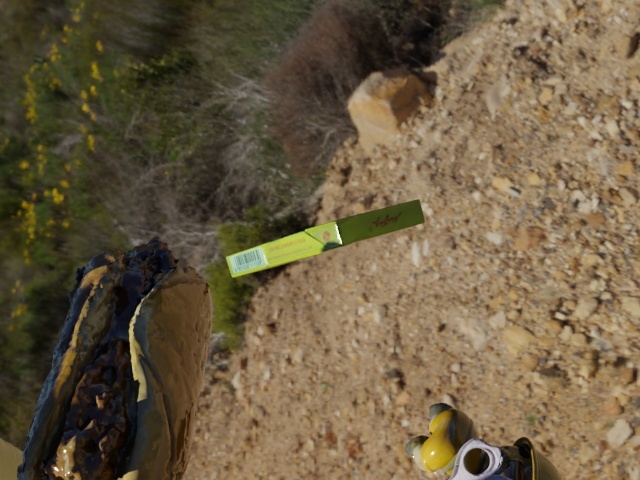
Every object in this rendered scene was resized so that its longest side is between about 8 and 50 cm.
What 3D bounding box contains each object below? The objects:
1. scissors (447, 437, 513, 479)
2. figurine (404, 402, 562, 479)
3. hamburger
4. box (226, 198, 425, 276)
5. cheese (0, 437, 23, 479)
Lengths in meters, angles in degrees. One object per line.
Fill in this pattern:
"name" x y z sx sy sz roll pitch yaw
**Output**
"scissors" 0.156 0.329 1.005 0.189 0.015 0.100 -28 73 7
"figurine" 0.261 0.366 1.196 0.167 0.257 0.192 -37 18 39
"hamburger" -0.189 0.141 0.742 0.245 0.155 0.282 -152 74 -81
"box" 0.000 0.000 1.354 0.335 0.187 0.047 -16 89 52
"cheese" -0.531 0.335 1.082 0.242 0.265 0.124 -7 60 8
